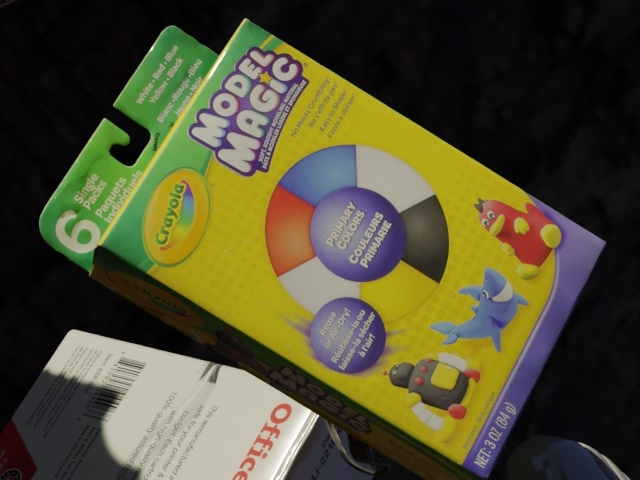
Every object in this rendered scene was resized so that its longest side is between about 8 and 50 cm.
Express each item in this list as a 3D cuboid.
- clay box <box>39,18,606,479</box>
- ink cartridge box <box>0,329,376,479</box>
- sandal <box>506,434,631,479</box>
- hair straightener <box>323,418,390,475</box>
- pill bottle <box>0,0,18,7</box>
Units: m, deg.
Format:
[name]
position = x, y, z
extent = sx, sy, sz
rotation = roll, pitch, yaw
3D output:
[clay box]
position = 0.000, 0.000, 0.713
extent = 0.222, 0.127, 0.053
rotation = 31, -21, -4
[ink cartridge box]
position = -0.123, 0.198, 1.258
extent = 0.272, 0.197, 0.114
rotation = 10, -34, 36
[sandal]
position = 0.195, 0.247, 0.850
extent = 0.416, 0.102, 0.169
rotation = 44, 13, -39
[hair straightener]
position = 0.016, 0.047, 1.079
extent = 0.089, 0.047, 0.230
rotation = -149, -133, -72
[pill bottle]
position = -0.205, -0.171, 0.872
extent = 0.108, 0.193, 0.108
rotation = 16, -60, 29
